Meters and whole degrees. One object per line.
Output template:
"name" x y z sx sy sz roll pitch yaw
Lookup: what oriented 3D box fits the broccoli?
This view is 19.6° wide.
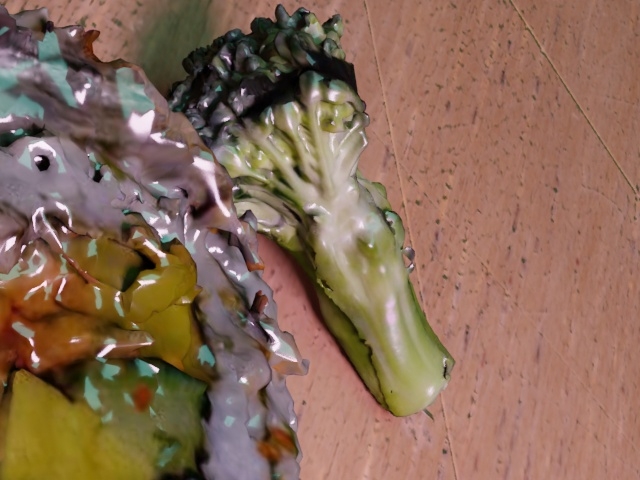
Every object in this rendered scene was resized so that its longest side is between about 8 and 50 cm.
"broccoli" 0.003 -0.005 1.243 0.304 0.165 0.145 58 4 -25

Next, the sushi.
"sushi" -0.156 0.086 0.953 0.417 0.176 0.417 27 48 -35
